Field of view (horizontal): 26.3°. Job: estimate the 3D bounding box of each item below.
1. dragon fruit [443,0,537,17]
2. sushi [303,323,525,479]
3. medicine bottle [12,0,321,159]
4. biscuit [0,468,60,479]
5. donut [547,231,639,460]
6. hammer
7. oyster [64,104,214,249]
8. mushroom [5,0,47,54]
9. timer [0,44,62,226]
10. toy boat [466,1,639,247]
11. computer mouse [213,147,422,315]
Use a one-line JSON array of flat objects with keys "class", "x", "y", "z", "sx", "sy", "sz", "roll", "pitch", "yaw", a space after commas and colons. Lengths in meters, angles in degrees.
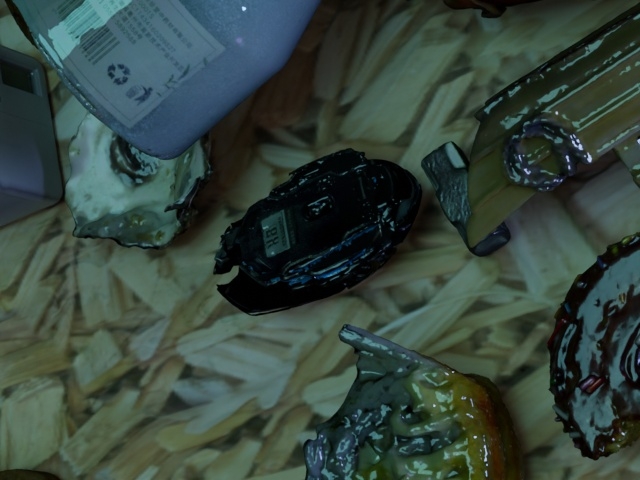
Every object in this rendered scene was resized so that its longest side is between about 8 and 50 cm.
[{"class": "dragon fruit", "x": 0.191, "y": -0.333, "z": 1.238, "sx": 0.315, "sy": 0.250, "sz": 0.250, "roll": -6, "pitch": 78, "yaw": 14}, {"class": "sushi", "x": 0.089, "y": 0.216, "z": 1.263, "sx": 0.184, "sy": 0.139, "sz": 0.274, "roll": -10, "pitch": 74, "yaw": 26}, {"class": "medicine bottle", "x": -0.112, "y": -0.255, "z": 1.321, "sx": 0.290, "sy": 0.245, "sz": 0.245, "roll": -37, "pitch": 65, "yaw": 14}, {"class": "biscuit", "x": -0.368, "y": 0.396, "z": 1.559, "sx": 0.273, "sy": 0.049, "sz": 0.257, "roll": -41, "pitch": 64, "yaw": 20}, {"class": "donut", "x": 0.313, "y": 0.097, "z": 1.175, "sx": 0.230, "sy": 0.096, "sz": 0.216, "roll": -12, "pitch": 73, "yaw": 29}, {"class": "hammer", "x": 0.262, "y": -0.130, "z": 1.281, "sx": 0.365, "sy": 0.043, "sz": 0.111, "roll": -37, "pitch": 64, "yaw": 18}, {"class": "oyster", "x": -0.190, "y": -0.093, "z": 1.514, "sx": 0.223, "sy": 0.083, "sz": 0.214, "roll": -2, "pitch": 77, "yaw": 34}, {"class": "mushroom", "x": -0.254, "y": -0.320, "z": 1.556, "sx": 0.253, "sy": 0.153, "sz": 0.253, "roll": -1, "pitch": 87, "yaw": 22}, {"class": "timer", "x": -0.443, "y": -0.117, "z": 1.602, "sx": 0.195, "sy": 0.192, "sz": 0.194, "roll": -21, "pitch": 72, "yaw": 26}, {"class": "toy boat", "x": 0.307, "y": -0.131, "z": 1.184, "sx": 0.445, "sy": 0.136, "sz": 0.162, "roll": -31, "pitch": 97, "yaw": 19}, {"class": "computer mouse", "x": 0.000, "y": 0.000, "z": 1.381, "sx": 0.242, "sy": 0.077, "sz": 0.146, "roll": -22, "pitch": 50, "yaw": 17}]
